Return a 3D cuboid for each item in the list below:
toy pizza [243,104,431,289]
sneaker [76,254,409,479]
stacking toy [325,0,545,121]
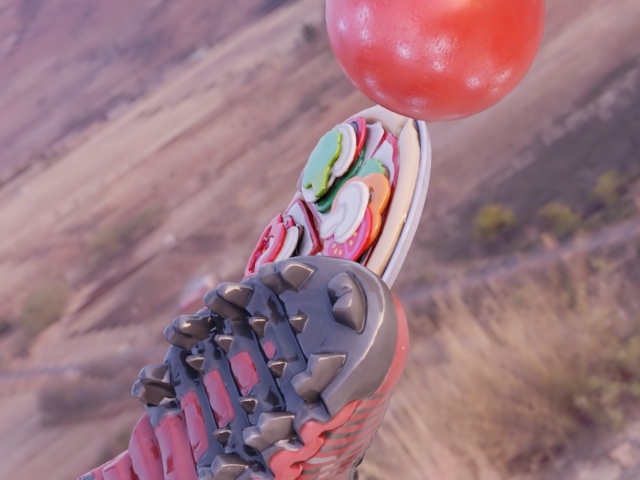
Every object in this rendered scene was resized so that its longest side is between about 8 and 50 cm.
[{"bbox_3d":[0.000,0.000,1.107,0.201,0.032,0.201,-50,25,32],"label":"toy pizza"},{"bbox_3d":[-0.026,0.107,0.807,0.276,0.135,0.098,-52,40,36],"label":"sneaker"},{"bbox_3d":[0.088,-0.207,0.724,0.141,0.141,0.330,-131,64,-78],"label":"stacking toy"}]
